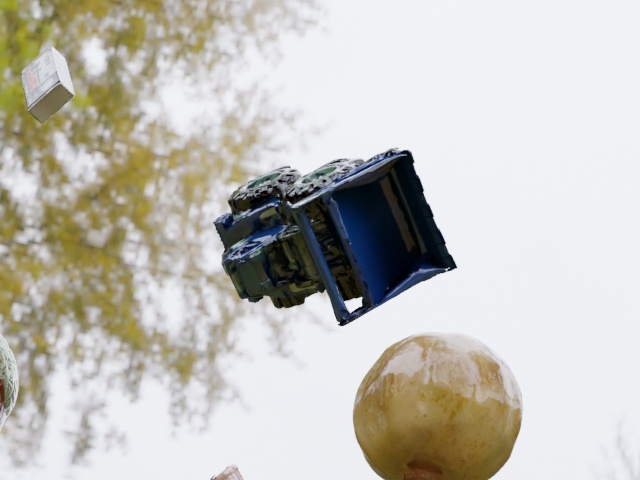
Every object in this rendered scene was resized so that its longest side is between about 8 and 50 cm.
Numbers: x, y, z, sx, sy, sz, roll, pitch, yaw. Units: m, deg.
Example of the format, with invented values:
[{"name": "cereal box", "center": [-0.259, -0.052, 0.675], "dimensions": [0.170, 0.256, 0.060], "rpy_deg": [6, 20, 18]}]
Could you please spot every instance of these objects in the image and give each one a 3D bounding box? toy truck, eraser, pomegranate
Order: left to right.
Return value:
[{"name": "eraser", "center": [-0.313, -0.179, 1.749], "dimensions": [0.052, 0.122, 0.029], "rpy_deg": [-39, -59, 7]}, {"name": "toy truck", "center": [0.000, 0.000, 1.270], "dimensions": [0.208, 0.126, 0.113], "rpy_deg": [-11, -72, 46]}, {"name": "pomegranate", "center": [0.141, 0.209, 1.830], "dimensions": [0.207, 0.207, 0.207], "rpy_deg": [6, -32, 4]}]

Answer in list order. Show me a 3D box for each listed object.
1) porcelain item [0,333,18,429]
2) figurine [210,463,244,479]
[{"name": "porcelain item", "center": [-0.464, 0.206, 1.791], "dimensions": [0.253, 0.253, 0.253], "rpy_deg": [6, -32, 4]}, {"name": "figurine", "center": [-0.009, 0.335, 1.506], "dimensions": [0.276, 0.133, 0.200], "rpy_deg": [32, -3, 10]}]
